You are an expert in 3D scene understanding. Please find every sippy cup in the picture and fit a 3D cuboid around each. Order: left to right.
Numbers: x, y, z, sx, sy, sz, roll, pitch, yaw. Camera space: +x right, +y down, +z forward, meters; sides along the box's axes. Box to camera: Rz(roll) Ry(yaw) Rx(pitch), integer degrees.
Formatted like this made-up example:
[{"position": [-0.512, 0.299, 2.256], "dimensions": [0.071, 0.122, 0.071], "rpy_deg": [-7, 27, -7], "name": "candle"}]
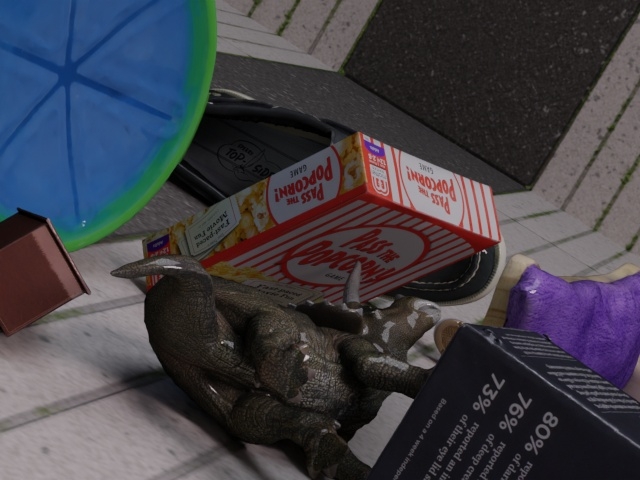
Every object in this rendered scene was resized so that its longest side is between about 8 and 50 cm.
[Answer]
[{"position": [-0.224, -0.135, 1.147], "dimensions": [0.224, 0.240, 0.305], "rpy_deg": [25, -33, 34], "name": "sippy cup"}]

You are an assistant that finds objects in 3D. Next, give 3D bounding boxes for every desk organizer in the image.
[{"position": [-0.170, 0.016, 0.992], "dimensions": [0.047, 0.050, 0.130], "rpy_deg": [62, -13, -11], "name": "desk organizer"}]

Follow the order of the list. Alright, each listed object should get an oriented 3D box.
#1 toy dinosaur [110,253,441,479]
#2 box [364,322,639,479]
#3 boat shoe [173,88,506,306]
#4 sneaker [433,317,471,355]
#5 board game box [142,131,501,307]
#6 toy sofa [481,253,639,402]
[{"position": [-0.031, 0.073, 1.029], "dimensions": [0.313, 0.121, 0.160], "rpy_deg": [13, 8, -46], "name": "toy dinosaur"}, {"position": [0.128, 0.158, 0.878], "dimensions": [0.207, 0.153, 0.108], "rpy_deg": [36, 11, 24], "name": "box"}, {"position": [-0.005, -0.042, 1.521], "dimensions": [0.340, 0.127, 0.113], "rpy_deg": [33, 12, 23], "name": "boat shoe"}, {"position": [0.139, 0.095, 1.502], "dimensions": [0.118, 0.042, 0.067], "rpy_deg": [35, 13, -17], "name": "sneaker"}, {"position": [0.000, 0.000, 1.197], "dimensions": [0.146, 0.193, 0.045], "rpy_deg": [18, 55, -47], "name": "board game box"}, {"position": [0.193, 0.121, 1.124], "dimensions": [0.150, 0.177, 0.362], "rpy_deg": [26, 7, 21], "name": "toy sofa"}]
